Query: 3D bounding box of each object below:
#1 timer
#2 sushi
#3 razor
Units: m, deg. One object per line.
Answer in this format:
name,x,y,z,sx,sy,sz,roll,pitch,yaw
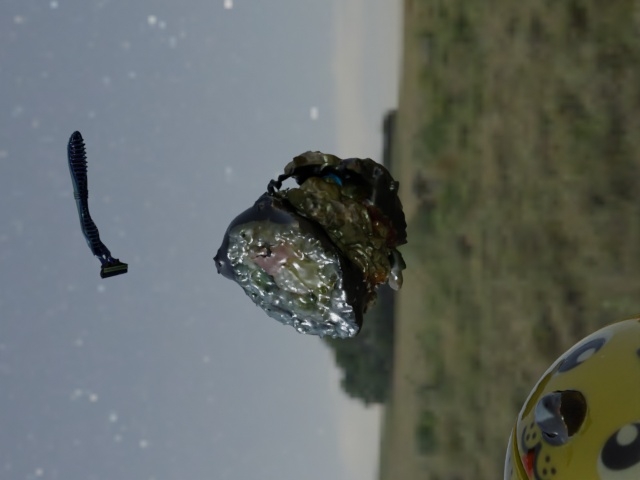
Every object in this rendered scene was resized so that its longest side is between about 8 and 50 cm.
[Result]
timer,0.349,0.194,1.512,0.376,0.376,0.387,-84,10,-57
sushi,0.003,-0.004,2.203,0.218,0.225,0.238,-55,-15,-27
razor,-0.238,-0.036,1.675,0.044,0.028,0.154,-16,-89,-59
